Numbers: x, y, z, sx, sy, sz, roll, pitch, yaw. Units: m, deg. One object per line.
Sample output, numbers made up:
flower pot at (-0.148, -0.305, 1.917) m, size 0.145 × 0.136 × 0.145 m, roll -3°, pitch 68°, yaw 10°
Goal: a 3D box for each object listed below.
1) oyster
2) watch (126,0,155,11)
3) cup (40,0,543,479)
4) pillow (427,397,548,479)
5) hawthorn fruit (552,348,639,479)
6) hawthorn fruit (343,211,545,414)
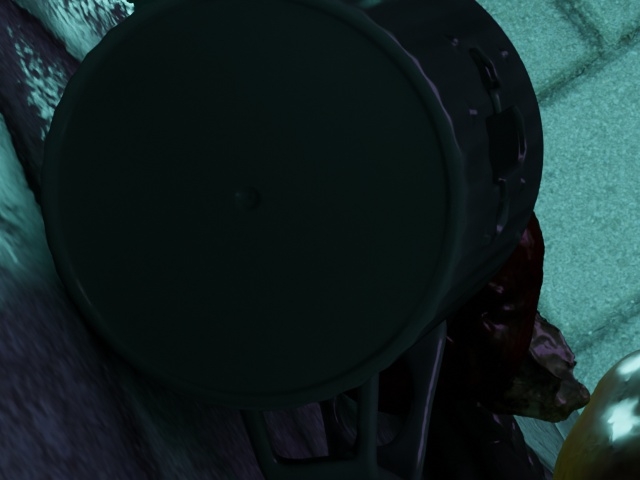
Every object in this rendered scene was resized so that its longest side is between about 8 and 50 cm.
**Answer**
oyster at (0.176, 0.092, 1.534) m, size 0.233 × 0.107 × 0.161 m, roll 55°, pitch -34°, yaw 28°
watch at (-0.111, -0.238, 1.695) m, size 0.237 × 0.068 × 0.195 m, roll 14°, pitch 50°, yaw -44°
cup at (0.018, -0.016, 1.058) m, size 0.401 × 0.310 × 0.392 m, roll 53°, pitch 14°, yaw -1°
pillow at (0.171, 0.227, 1.616) m, size 0.228 × 0.101 × 0.326 m, roll 51°, pitch 11°, yaw -42°
hawthorn fruit at (0.516, 0.365, 1.949) m, size 0.472 × 0.472 × 0.472 m, roll 54°, pitch 9°, yaw -13°
hawthorn fruit at (0.080, 0.018, 1.446) m, size 0.254 × 0.254 × 0.300 m, roll 51°, pitch 2°, yaw -25°
